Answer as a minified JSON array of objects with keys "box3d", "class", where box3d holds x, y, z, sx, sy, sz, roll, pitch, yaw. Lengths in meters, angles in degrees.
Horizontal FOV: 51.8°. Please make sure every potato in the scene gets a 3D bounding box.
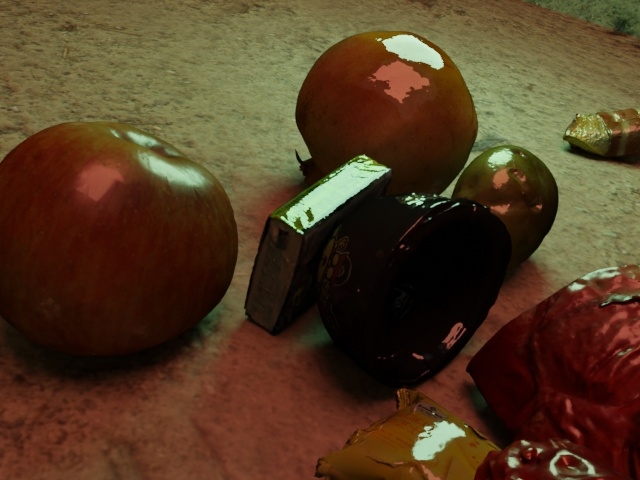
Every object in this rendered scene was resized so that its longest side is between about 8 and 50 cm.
[{"box3d":[0.284,-0.050,1.017,0.148,0.197,0.228,21,6,30],"class":"potato"}]

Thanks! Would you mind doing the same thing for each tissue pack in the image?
[{"box3d":[0.000,0.000,0.879,0.073,0.173,0.235,31,37,18],"class":"tissue pack"}]

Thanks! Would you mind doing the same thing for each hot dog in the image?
[{"box3d":[0.679,-0.240,1.505,0.261,0.093,0.123,-4,41,5],"class":"hot dog"}]

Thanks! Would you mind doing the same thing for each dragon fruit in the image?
[{"box3d":[0.375,0.197,0.698,0.240,0.302,0.330,25,31,-45],"class":"dragon fruit"}]

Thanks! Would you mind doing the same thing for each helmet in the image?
[{"box3d":[0.100,0.042,0.806,0.160,0.231,0.279,24,21,38],"class":"helmet"}]

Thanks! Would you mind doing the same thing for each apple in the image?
[{"box3d":[-0.238,-0.017,0.770,0.277,0.250,0.309,13,31,5],"class":"apple"}]

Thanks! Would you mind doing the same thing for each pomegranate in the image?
[{"box3d":[0.097,-0.193,1.114,0.319,0.319,0.319,7,33,-5],"class":"pomegranate"}]

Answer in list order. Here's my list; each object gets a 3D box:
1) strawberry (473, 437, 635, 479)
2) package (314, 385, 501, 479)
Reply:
[{"box3d":[0.203,0.251,0.421,0.265,0.149,0.336,1,33,-13],"class":"strawberry"},{"box3d":[0.121,0.235,0.627,0.226,0.090,0.168,32,38,31],"class":"package"}]
